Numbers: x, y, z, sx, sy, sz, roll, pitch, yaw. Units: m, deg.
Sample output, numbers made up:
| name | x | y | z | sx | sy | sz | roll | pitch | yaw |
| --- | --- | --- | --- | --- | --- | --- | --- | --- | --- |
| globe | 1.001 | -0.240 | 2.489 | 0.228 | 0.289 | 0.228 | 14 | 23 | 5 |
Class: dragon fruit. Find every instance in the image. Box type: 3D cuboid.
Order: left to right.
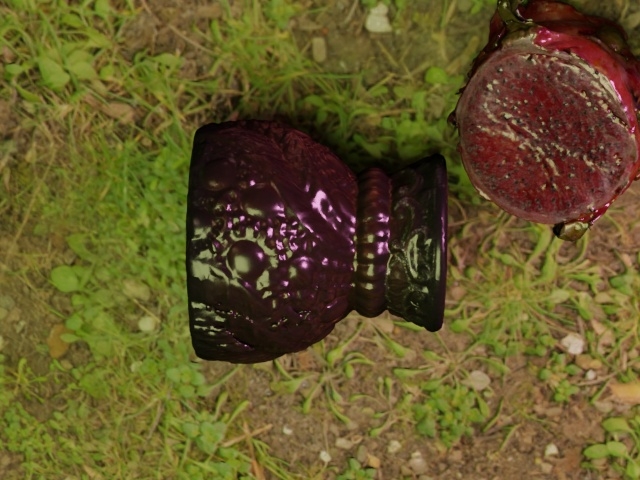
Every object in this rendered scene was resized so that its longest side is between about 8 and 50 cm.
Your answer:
| name | x | y | z | sx | sy | sz | roll | pitch | yaw |
| --- | --- | --- | --- | --- | --- | --- | --- | --- | --- |
| dragon fruit | 0.247 | -0.146 | 1.583 | 0.211 | 0.147 | 0.282 | -5 | 114 | 27 |

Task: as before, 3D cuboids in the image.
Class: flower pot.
| name | x | y | z | sx | sy | sz | roll | pitch | yaw |
| --- | --- | --- | --- | --- | --- | --- | --- | --- | --- |
| flower pot | 0.000 | 0.000 | 1.658 | 0.267 | 0.266 | 0.266 | -1 | 119 | 1 |
